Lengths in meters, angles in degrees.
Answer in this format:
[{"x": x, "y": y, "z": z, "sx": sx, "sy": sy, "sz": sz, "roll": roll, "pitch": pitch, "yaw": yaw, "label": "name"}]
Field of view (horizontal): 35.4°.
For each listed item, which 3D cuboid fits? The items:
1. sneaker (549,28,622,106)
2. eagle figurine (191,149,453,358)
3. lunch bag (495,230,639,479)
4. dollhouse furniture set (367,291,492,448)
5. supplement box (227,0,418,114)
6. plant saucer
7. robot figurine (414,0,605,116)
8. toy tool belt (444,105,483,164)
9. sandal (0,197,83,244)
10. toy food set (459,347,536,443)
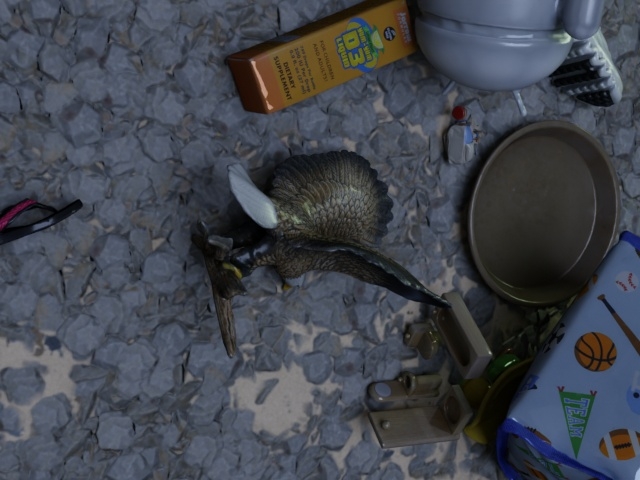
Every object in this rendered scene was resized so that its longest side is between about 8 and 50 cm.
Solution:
[{"x": 0.352, "y": -0.313, "z": 1.418, "sx": 0.292, "sy": 0.110, "sz": 0.118, "roll": 48, "pitch": 68, "yaw": -25, "label": "sneaker"}, {"x": -0.002, "y": 0.002, "z": 1.249, "sx": 0.298, "sy": 0.225, "sz": 0.226, "roll": -11, "pitch": 93, "yaw": -14, "label": "eagle figurine"}, {"x": 0.411, "y": 0.225, "z": 1.402, "sx": 0.239, "sy": 0.385, "sz": 0.328, "roll": 34, "pitch": 75, "yaw": 17, "label": "lunch bag"}, {"x": 0.136, "y": 0.175, "z": 1.363, "sx": 0.123, "sy": 0.144, "sz": 0.151, "roll": -1, "pitch": 135, "yaw": -26, "label": "dollhouse furniture set"}, {"x": 0.006, "y": -0.237, "z": 1.269, "sx": 0.233, "sy": 0.080, "sz": 0.078, "roll": -28, "pitch": 112, "yaw": -22, "label": "supplement box"}, {"x": 0.325, "y": -0.039, "z": 1.480, "sx": 0.278, "sy": 0.041, "sz": 0.277, "roll": -5, "pitch": 101, "yaw": -25, "label": "plant saucer"}, {"x": 0.224, "y": -0.337, "z": 1.232, "sx": 0.200, "sy": 0.300, "sz": 0.353, "roll": -12, "pitch": 118, "yaw": -36, "label": "robot figurine"}, {"x": 0.201, "y": -0.148, "z": 1.402, "sx": 0.051, "sy": 0.052, "sz": 0.083, "roll": -20, "pitch": 113, "yaw": -55, "label": "toy tool belt"}, {"x": -0.356, "y": -0.018, "z": 1.134, "sx": 0.179, "sy": 0.067, "sz": 0.040, "roll": -22, "pitch": 96, "yaw": -19, "label": "sandal"}, {"x": 0.265, "y": 0.213, "z": 1.466, "sx": 0.218, "sy": 0.071, "sz": 0.128, "roll": -10, "pitch": 122, "yaw": -48, "label": "toy food set"}]
